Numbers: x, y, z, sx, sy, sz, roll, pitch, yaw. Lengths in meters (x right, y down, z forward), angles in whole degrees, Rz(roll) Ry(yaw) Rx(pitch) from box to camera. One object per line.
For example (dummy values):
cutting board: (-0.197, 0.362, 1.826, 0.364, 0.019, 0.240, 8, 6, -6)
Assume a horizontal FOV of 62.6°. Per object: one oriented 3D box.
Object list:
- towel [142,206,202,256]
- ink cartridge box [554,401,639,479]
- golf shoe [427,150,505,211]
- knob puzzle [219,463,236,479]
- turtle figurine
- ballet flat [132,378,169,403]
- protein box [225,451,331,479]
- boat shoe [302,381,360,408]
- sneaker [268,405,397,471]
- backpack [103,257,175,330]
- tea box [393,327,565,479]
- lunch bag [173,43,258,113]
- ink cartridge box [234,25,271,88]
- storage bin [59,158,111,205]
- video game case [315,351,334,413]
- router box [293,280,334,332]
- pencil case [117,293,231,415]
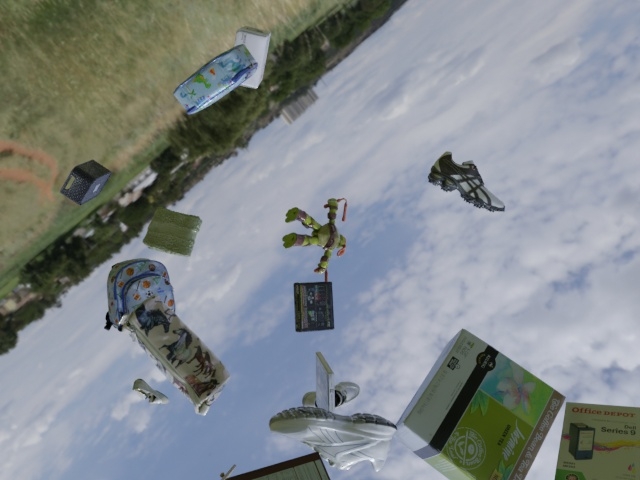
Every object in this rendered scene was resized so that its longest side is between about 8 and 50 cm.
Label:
towel: (-0.361, -0.020, 1.278, 0.148, 0.027, 0.110, 14, -98, 24)
ink cartridge box: (0.568, 0.440, 1.054, 0.154, 0.093, 0.212, -7, -146, 39)
golf shoe: (0.350, -0.134, 1.211, 0.094, 0.198, 0.077, -62, -174, 3)
knob puzzle: (-0.389, 0.896, 1.860, 0.213, 0.030, 0.213, -52, 169, -15)
turtle figurine: (0.000, 0.000, 1.439, 0.087, 0.217, 0.270, 12, -92, 48)
ballet flat: (-0.627, 0.569, 1.930, 0.057, 0.168, 0.052, -20, -143, 28)
protein box: (-0.078, 0.575, 1.074, 0.201, 0.200, 0.136, -9, -148, -18)
boat shoe: (0.060, 0.602, 2.028, 0.088, 0.267, 0.096, -13, -104, 54)
sneaker: (0.026, 0.454, 1.199, 0.111, 0.297, 0.129, 133, -33, -82)
backpack: (-0.696, 0.202, 2.036, 0.276, 0.263, 0.213, -15, -173, -43)
tea box: (0.425, 0.487, 1.456, 0.329, 0.323, 0.220, -51, 166, -23)
lunch bag: (-0.279, -0.439, 1.431, 0.219, 0.090, 0.176, -29, -161, 19)
ink cartridge box: (-0.237, -0.626, 1.789, 0.237, 0.100, 0.172, -93, -164, -65)
storage bin: (-0.867, -0.217, 1.954, 0.122, 0.084, 0.180, -53, -170, 15)
video game case: (0.013, 0.447, 1.580, 0.022, 0.173, 0.190, -3, -173, -11)
router box: (-0.017, 0.163, 1.302, 0.092, 0.123, 0.038, 1, 172, -25)
pencil case: (-0.467, 0.371, 1.708, 0.160, 0.410, 0.183, -49, 172, 30)
